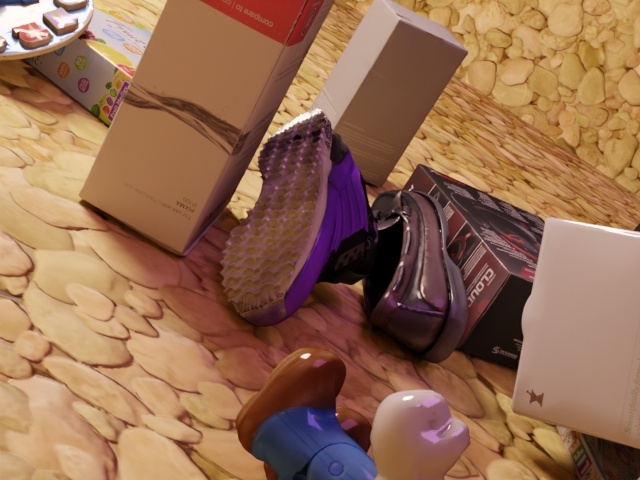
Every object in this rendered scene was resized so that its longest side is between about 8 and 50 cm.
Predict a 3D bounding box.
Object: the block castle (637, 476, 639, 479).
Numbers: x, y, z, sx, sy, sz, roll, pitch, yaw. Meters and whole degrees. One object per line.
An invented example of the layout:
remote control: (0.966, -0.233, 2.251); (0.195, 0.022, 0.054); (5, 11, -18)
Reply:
block castle: (0.502, 0.299, 0.879); (0.303, 0.213, 0.453); (10, 32, -48)

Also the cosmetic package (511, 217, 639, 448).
cosmetic package: (0.366, 0.096, 1.106); (0.155, 0.197, 0.366); (12, 5, 42)

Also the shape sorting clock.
shape sorting clock: (-0.350, -0.261, 1.170); (0.206, 0.040, 0.206); (8, 48, -9)

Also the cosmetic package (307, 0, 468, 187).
cosmetic package: (0.083, -0.206, 1.512); (0.127, 0.238, 0.107); (21, 21, -30)

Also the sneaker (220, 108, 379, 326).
sneaker: (0.001, -0.001, 1.048); (0.146, 0.102, 0.293); (53, 29, -27)

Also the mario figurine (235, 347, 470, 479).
mario figurine: (0.099, 0.189, 0.647); (0.198, 0.170, 0.320); (11, 26, -51)

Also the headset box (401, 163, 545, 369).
headset box: (0.224, 0.051, 1.277); (0.218, 0.110, 0.293); (21, 21, -30)

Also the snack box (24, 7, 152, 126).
snack box: (-0.226, -0.196, 1.267); (0.207, 0.070, 0.174); (39, 22, 18)

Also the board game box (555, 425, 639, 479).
board game box: (0.296, 0.228, 1.070); (0.103, 0.026, 0.154); (27, 19, -12)

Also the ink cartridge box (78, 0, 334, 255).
ink cartridge box: (-0.097, -0.152, 1.027); (0.117, 0.283, 0.207); (29, 18, -1)

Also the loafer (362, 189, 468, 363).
loafer: (0.081, 0.015, 1.166); (0.095, 0.109, 0.302); (21, 24, -17)

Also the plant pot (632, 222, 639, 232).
plant pot: (0.436, 0.096, 1.416); (0.187, 0.188, 0.167); (40, 34, 24)
